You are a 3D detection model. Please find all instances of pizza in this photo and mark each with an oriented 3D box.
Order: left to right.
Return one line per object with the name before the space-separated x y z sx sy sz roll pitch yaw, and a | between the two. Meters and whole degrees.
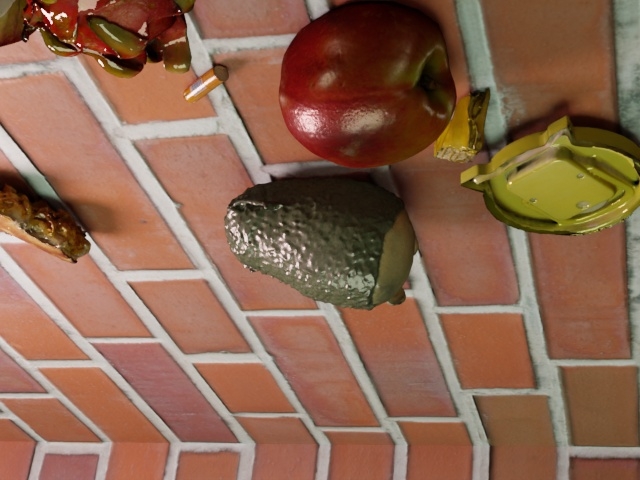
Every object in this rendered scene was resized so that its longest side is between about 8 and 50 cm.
pizza | -0.572 -0.046 2.295 0.305 0.086 0.161 33 163 -34

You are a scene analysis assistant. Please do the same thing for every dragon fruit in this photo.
dragon fruit | -0.286 -0.346 1.599 0.243 0.228 0.307 12 163 -4

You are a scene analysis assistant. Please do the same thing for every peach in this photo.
peach | 0.052 -0.226 1.766 0.274 0.245 0.249 -3 122 37

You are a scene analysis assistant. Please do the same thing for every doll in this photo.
doll | 0.000 0.000 2.127 0.349 0.247 0.247 12 151 9

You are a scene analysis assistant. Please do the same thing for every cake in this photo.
cake | 0.231 -0.189 1.932 0.079 0.116 0.185 8 -178 6

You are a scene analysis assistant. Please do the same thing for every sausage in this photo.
sausage | -0.192 -0.252 1.914 0.031 0.031 0.107 27 146 -31

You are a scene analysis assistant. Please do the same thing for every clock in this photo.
clock | 0.413 -0.109 1.995 0.277 0.071 0.293 -24 139 35

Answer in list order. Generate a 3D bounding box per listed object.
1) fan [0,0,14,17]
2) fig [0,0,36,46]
fan | -0.382 -0.416 1.503 0.009 0.191 0.329 15 130 -46
fig | -0.467 -0.381 1.641 0.143 0.160 0.231 -9 140 -7
